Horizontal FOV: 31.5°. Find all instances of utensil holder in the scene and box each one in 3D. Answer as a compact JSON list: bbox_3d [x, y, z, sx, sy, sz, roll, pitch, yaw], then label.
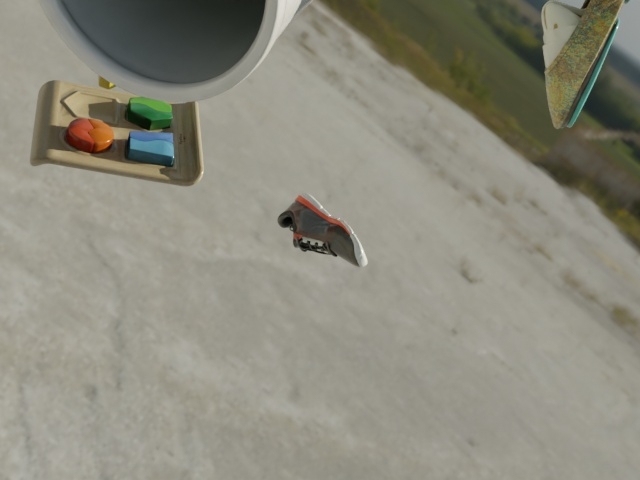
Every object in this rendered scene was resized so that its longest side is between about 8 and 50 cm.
[{"bbox_3d":[-0.133,-0.405,1.442,0.328,0.327,0.385,37,40,-3],"label":"utensil holder"}]

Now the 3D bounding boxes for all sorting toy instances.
[{"bbox_3d":[-0.286,-0.186,1.613,0.229,0.041,0.307,6,36,-14],"label":"sorting toy"}]

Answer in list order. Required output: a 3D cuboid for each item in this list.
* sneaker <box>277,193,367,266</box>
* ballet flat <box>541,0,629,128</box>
[{"bbox_3d":[0.000,0.000,1.472,0.158,0.065,0.061,39,-21,45],"label":"sneaker"},{"bbox_3d":[0.363,-0.323,1.518,0.123,0.348,0.123,25,12,-6],"label":"ballet flat"}]
